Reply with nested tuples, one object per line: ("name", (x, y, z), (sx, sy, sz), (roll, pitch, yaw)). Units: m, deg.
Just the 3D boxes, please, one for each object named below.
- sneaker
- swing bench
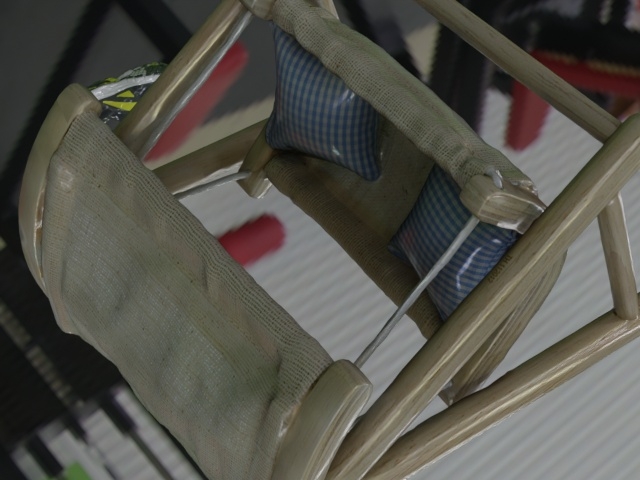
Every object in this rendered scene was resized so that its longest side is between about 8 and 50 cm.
("sneaker", (-0.143, -0.109, 1.202), (0.083, 0.035, 0.031), (-14, -157, 20))
("swing bench", (0.000, 0.000, 0.797), (0.255, 0.253, 0.165), (-39, 143, -11))
